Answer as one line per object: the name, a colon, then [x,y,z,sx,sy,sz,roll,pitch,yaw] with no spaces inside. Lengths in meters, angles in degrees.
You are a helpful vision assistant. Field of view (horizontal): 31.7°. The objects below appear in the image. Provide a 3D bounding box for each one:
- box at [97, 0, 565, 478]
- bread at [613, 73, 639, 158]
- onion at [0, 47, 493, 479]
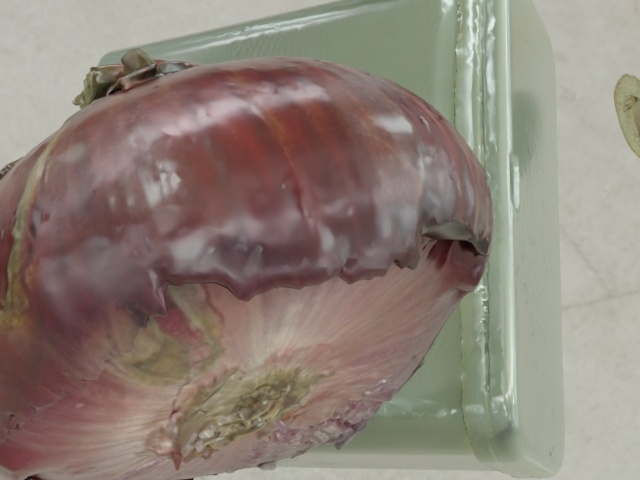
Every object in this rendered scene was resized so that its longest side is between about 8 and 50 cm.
box: [0.000,0.000,0.856,0.343,0.177,0.352,-6,71,24]
bread: [0.286,-0.090,0.948,0.103,0.049,0.062,25,81,-13]
onion: [-0.044,0.017,0.475,0.248,0.248,0.161,5,51,-20]
